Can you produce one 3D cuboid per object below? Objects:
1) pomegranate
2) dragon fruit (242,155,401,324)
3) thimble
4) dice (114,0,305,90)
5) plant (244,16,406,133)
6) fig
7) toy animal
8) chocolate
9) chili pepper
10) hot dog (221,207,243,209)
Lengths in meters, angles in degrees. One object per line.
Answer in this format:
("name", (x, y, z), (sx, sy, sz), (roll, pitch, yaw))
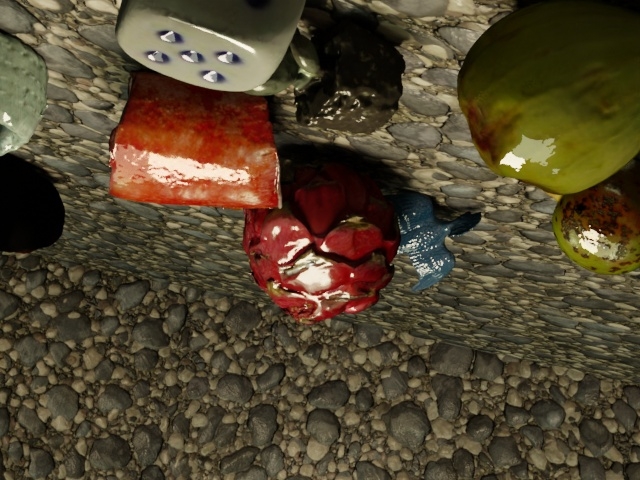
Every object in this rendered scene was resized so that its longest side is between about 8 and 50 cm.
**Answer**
("pomegranate", (0.460, -0.065, 1.670), (0.198, 0.246, 0.198), (-24, 165, -7))
("dragon fruit", (0.003, 0.000, 1.991), (0.329, 0.329, 0.329), (12, 166, 3))
("thimble", (-0.599, -0.265, 1.811), (0.205, 0.171, 0.250), (-2, 158, 41))
("dice", (-0.126, -0.298, 1.214), (0.192, 0.193, 0.194), (19, 166, -16))
("plant", (-0.023, -0.247, 1.425), (0.275, 0.149, 0.146), (15, 150, -18))
("fig", (0.305, -0.180, 1.234), (0.271, 0.239, 0.239), (-19, 151, 26))
("toy animal", (0.202, -0.013, 2.117), (0.239, 0.255, 0.176), (60, 180, -13))
("chocolate", (-0.825, -0.103, 2.571), (0.340, 0.225, 0.210), (25, 174, -38))
("chili pepper", (-0.213, -0.177, 1.804), (0.306, 0.229, 0.251), (3, 128, -9))
("hot dog", (-0.160, -0.107, 2.160), (0.213, 0.103, 0.146), (9, 164, 13))
